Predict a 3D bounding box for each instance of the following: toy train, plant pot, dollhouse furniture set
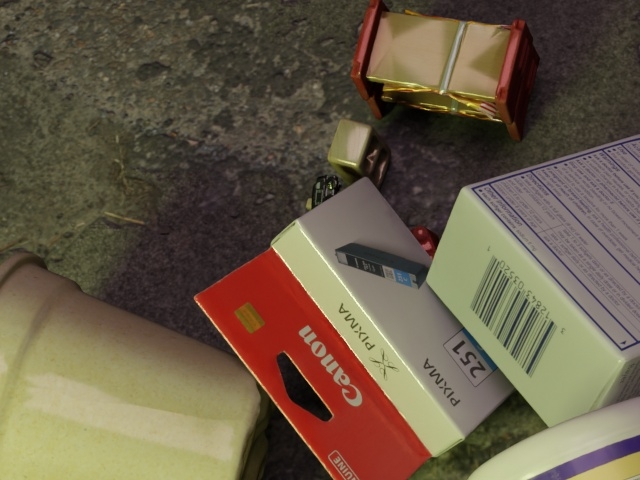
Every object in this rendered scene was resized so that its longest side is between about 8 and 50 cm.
[{"bbox_3d":[0.000,0.000,1.734,0.036,0.027,0.158,0,76,19],"label":"toy train"},{"bbox_3d":[-0.217,0.209,1.608,0.305,0.334,0.334,14,62,6],"label":"plant pot"},{"bbox_3d":[0.121,-0.094,1.821,0.201,0.152,0.374,13,80,18],"label":"dollhouse furniture set"}]

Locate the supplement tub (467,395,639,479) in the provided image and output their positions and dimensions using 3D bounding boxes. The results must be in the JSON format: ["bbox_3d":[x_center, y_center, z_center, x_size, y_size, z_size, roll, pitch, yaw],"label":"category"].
[{"bbox_3d":[0.293,0.328,1.336,0.241,0.241,0.331,-20,70,-1],"label":"supplement tub"}]

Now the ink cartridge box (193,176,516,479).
[{"bbox_3d":[0.049,0.106,1.602,0.296,0.066,0.261,52,46,4],"label":"ink cartridge box"}]

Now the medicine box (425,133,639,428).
[{"bbox_3d":[0.313,0.045,1.608,0.289,0.149,0.263,-17,52,-33],"label":"medicine box"}]
